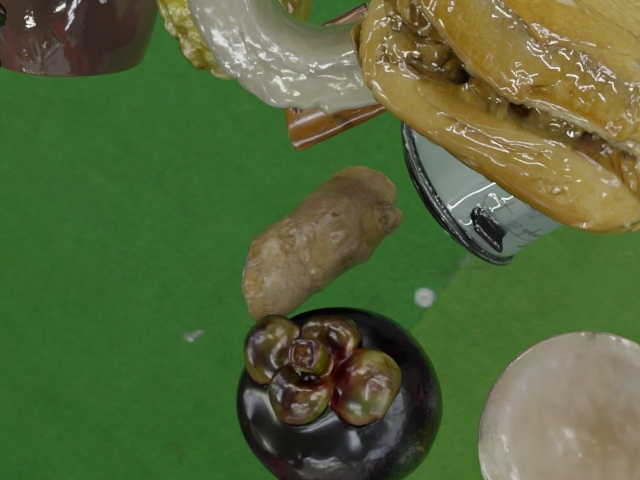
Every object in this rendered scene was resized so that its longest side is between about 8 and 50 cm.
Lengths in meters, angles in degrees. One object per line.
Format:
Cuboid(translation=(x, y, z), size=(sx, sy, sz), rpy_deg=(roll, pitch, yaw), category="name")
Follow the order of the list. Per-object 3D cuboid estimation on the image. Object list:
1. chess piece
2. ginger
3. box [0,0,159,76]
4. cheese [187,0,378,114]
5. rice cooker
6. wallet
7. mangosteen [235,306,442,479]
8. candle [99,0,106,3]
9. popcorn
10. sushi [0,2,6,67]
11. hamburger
Cuboid(translation=(0.187, 0.142, 0.938), size=(0.143, 0.261, 0.142), rpy_deg=(-1, 83, 10), category="chess piece")
Cuboid(translation=(0.000, 0.000, 1.913), size=(0.190, 0.354, 0.126), rpy_deg=(10, 129, 40), category="ginger")
Cuboid(translation=(-0.370, -0.376, 1.942), size=(0.301, 0.301, 0.216), rpy_deg=(20, 121, 26), category="box")
Cuboid(translation=(0.034, -0.267, 1.045), size=(0.292, 0.153, 0.332), rpy_deg=(4, 111, 1), category="cheese")
Cuboid(translation=(0.226, -0.104, 1.670), size=(0.227, 0.241, 0.280), rpy_deg=(-32, 34, 27), category="rice cooker")
Cuboid(translation=(0.015, -0.232, 1.880), size=(0.161, 0.042, 0.195), rpy_deg=(-25, 51, 25), category="wallet")
Cuboid(translation=(0.016, 0.197, 1.722), size=(0.275, 0.302, 0.275), rpy_deg=(-7, 61, 12), category="mangosteen")
Cuboid(translation=(-0.264, -0.464, 1.618), size=(0.187, 0.187, 0.330), rpy_deg=(27, 111, 25), category="candle")
Cuboid(translation=(-0.105, -0.301, 1.591), size=(0.170, 0.189, 0.218), rpy_deg=(-11, 103, 25), category="popcorn")
Cuboid(translation=(-0.348, -0.180, 0.940), size=(0.219, 0.238, 0.225), rpy_deg=(12, 49, 40), category="sushi")
Cuboid(translation=(0.120, -0.097, 0.709), size=(0.214, 0.214, 0.108), rpy_deg=(43, 117, 22), category="hamburger")
